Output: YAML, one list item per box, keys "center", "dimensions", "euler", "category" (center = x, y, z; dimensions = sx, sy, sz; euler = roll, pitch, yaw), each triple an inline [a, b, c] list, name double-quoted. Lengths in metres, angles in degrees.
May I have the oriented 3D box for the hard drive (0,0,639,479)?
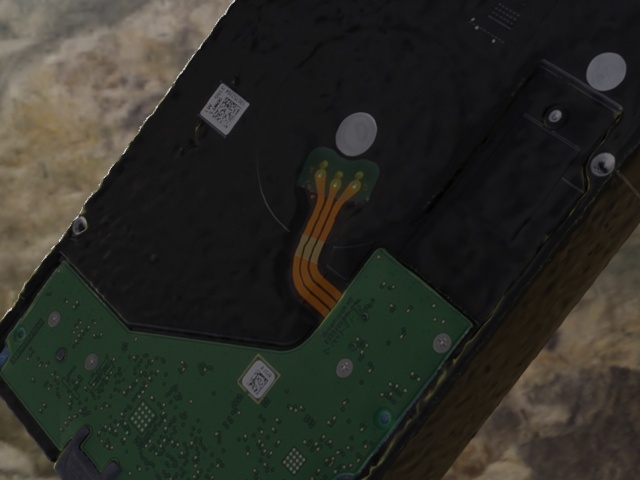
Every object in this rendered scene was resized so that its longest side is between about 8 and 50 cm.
- center: [0.000, 0.000, 0.573]
  dimensions: [0.237, 0.064, 0.339]
  euler: [39, -85, 35]
  category: "hard drive"
